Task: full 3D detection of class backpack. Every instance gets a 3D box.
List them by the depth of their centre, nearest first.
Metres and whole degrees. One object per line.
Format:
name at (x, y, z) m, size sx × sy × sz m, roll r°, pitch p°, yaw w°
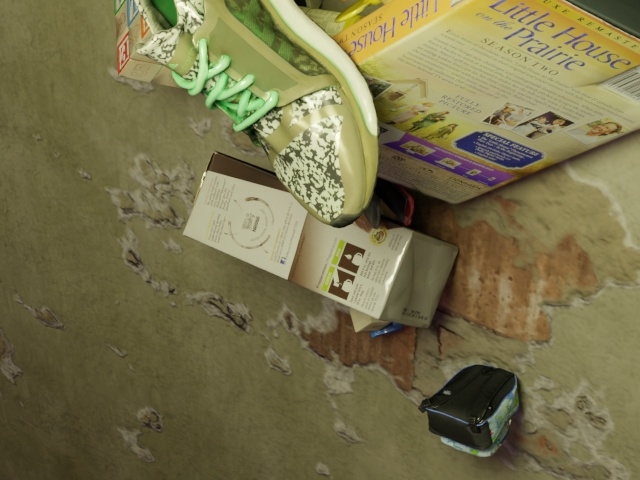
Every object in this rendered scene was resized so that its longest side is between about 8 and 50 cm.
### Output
backpack at (0.205, 0.222, 1.903) m, size 0.105 × 0.114 × 0.084 m, roll 14°, pitch 133°, yaw 36°

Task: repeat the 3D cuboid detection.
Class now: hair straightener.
hair straightener at (0.028, -0.088, 1.746) m, size 0.230 × 0.089 × 0.047 m, roll -122°, pitch 31°, yaw -46°

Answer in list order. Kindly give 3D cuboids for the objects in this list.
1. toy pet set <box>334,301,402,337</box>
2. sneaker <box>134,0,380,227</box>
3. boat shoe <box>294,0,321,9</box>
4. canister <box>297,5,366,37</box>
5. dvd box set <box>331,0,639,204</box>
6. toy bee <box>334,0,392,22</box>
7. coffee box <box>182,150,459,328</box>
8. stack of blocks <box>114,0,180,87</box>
toy pet set at (0.075, 0.064, 1.941) m, size 0.122 × 0.065 × 0.114 m, roll -37°, pitch 61°, yaw 49°
sneaker at (-0.100, -0.177, 1.423) m, size 0.410 × 0.182 × 0.158 m, roll 58°, pitch 140°, yaw 5°
boat shoe at (-0.025, -0.324, 1.670) m, size 0.042 × 0.049 × 0.133 m, roll 17°, pitch 139°, yaw 20°
canister at (-0.013, -0.228, 1.697) m, size 0.170 × 0.073 × 0.126 m, roll 14°, pitch 168°, yaw 30°
dvd box set at (0.167, -0.161, 1.500) m, size 0.308 × 0.062 × 0.420 m, roll 18°, pitch 155°, yaw -32°
toy bee at (0.065, -0.278, 1.470) m, size 0.298 × 0.162 × 0.195 m, roll 26°, pitch 142°, yaw -14°
coffee box at (0.000, 0.000, 1.823) m, size 0.297 × 0.168 × 0.119 m, roll 22°, pitch 93°, yaw 25°
stack of blocks at (-0.148, -0.327, 1.672) m, size 0.087 × 0.171 × 0.297 m, roll 8°, pitch 152°, yaw -26°
